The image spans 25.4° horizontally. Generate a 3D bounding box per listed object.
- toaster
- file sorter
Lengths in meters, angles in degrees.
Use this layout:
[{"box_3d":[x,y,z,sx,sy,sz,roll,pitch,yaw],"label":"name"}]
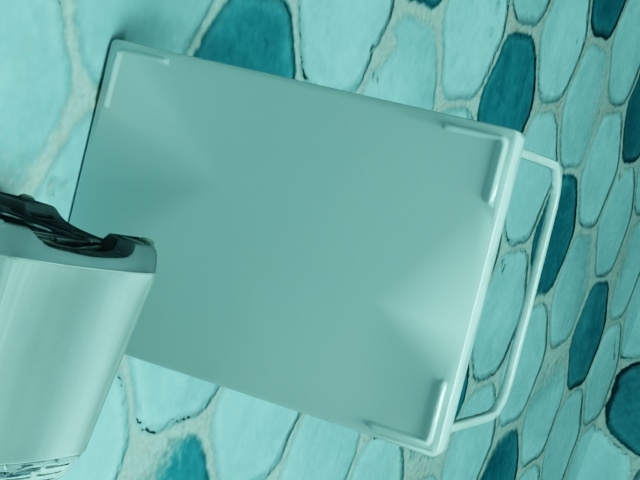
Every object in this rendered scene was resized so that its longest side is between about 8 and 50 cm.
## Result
[{"box_3d":[-0.192,0.048,0.745,0.227,0.129,0.146,11,96,-66],"label":"toaster"},{"box_3d":[0.000,0.000,0.933,0.173,0.278,0.193,4,100,-66],"label":"file sorter"}]
